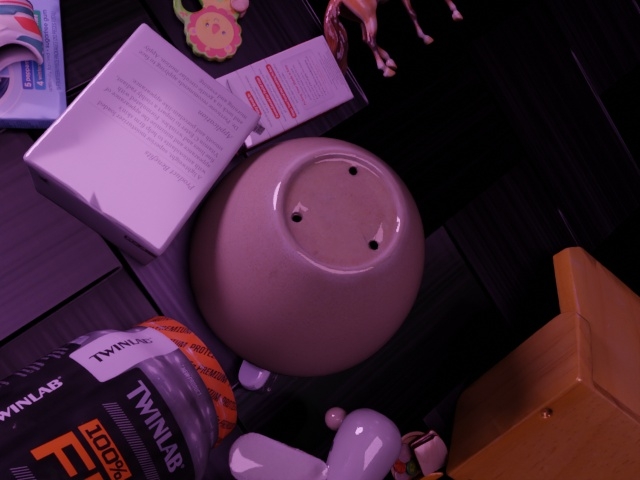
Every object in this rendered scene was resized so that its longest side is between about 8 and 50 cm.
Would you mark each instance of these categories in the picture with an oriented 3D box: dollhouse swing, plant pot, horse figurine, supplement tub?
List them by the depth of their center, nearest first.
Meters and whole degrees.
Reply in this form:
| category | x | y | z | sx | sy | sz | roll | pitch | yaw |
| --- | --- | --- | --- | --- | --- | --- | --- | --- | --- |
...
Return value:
| category | x | y | z | sx | sy | sz | roll | pitch | yaw |
| --- | --- | --- | --- | --- | --- | --- | --- | --- | --- |
| supplement tub | -0.240 | 0.209 | 0.509 | 0.316 | 0.194 | 0.193 | -34 | 98 | -42 |
| plant pot | 0.000 | 0.000 | 0.627 | 0.284 | 0.191 | 0.284 | 4 | 72 | -12 |
| horse figurine | 0.090 | -0.337 | 0.802 | 0.263 | 0.066 | 0.174 | -42 | 106 | -23 |
| dollhouse swing | 0.389 | 0.243 | 0.863 | 0.347 | 0.305 | 0.315 | 35 | 115 | -15 |

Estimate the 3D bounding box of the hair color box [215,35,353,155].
| category | x | y | z | sx | sy | sz | roll | pitch | yaw |
| --- | --- | --- | --- | --- | --- | --- | --- | --- | --- |
| hair color box | -0.052 | -0.187 | 0.735 | 0.167 | 0.053 | 0.093 | -30 | 97 | -23 |

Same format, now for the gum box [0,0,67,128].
| category | x | y | z | sx | sy | sz | roll | pitch | yaw |
| --- | --- | --- | --- | --- | --- | --- | --- | --- | --- |
| gum box | -0.376 | -0.201 | 0.611 | 0.185 | 0.041 | 0.156 | -4 | 86 | -23 |

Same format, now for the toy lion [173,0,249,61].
| category | x | y | z | sx | sy | sz | roll | pitch | yaw |
| --- | --- | --- | --- | --- | --- | --- | --- | --- | --- |
| toy lion | -0.142 | -0.282 | 0.722 | 0.100 | 0.034 | 0.096 | 29 | 82 | -17 |

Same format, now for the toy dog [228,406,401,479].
| category | x | y | z | sx | sy | sz | roll | pitch | yaw |
| --- | --- | --- | --- | --- | --- | --- | --- | --- | --- |
| toy dog | -0.074 | 0.304 | 0.617 | 0.334 | 0.161 | 0.220 | -31 | 141 | -34 |

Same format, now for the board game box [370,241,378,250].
| category | x | y | z | sx | sy | sz | roll | pitch | yaw |
| --- | --- | --- | --- | --- | --- | --- | --- | --- | --- |
| board game box | 0.050 | 0.034 | 0.764 | 0.169 | 0.033 | 0.133 | 12 | 81 | -13 |

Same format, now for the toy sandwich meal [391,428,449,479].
| category | x | y | z | sx | sy | sz | roll | pitch | yaw |
| --- | --- | --- | --- | --- | --- | --- | --- | --- | --- |
| toy sandwich meal | 0.135 | 0.299 | 0.770 | 0.086 | 0.029 | 0.085 | 2 | 83 | -22 |

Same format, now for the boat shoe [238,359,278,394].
| category | x | y | z | sx | sy | sz | roll | pitch | yaw |
| --- | --- | --- | --- | --- | --- | --- | --- | --- | --- |
| boat shoe | -0.055 | 0.123 | 0.708 | 0.142 | 0.049 | 0.040 | -62 | 142 | -23 |

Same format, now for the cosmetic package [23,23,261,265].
| category | x | y | z | sx | sy | sz | roll | pitch | yaw |
| --- | --- | --- | --- | --- | --- | --- | --- | --- | --- |
| cosmetic package | -0.190 | -0.092 | 0.615 | 0.151 | 0.151 | 0.183 | 38 | 72 | -14 |

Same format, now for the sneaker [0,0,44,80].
| category | x | y | z | sx | sy | sz | roll | pitch | yaw |
| --- | --- | --- | --- | --- | --- | --- | --- | --- | --- |
| sneaker | -0.358 | -0.191 | 0.562 | 0.161 | 0.057 | 0.075 | -22 | 87 | -26 |
